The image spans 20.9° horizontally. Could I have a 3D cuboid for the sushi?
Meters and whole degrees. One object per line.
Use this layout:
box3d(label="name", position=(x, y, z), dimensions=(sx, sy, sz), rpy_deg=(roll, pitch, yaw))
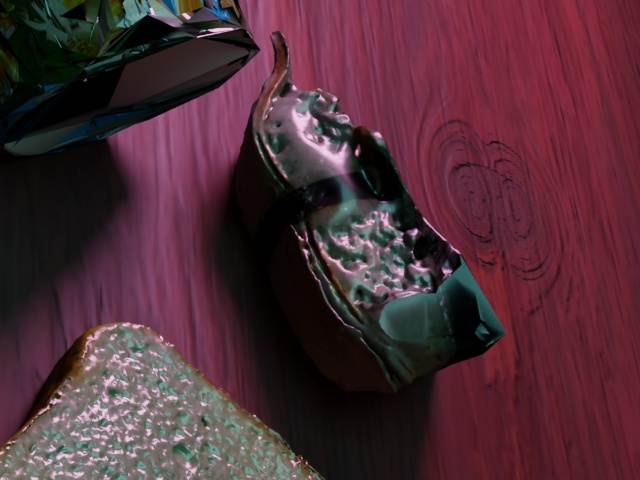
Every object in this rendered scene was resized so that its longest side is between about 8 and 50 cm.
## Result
box3d(label="sushi", position=(-0.001, -0.014, 1.199), dimensions=(0.109, 0.134, 0.273), rpy_deg=(-29, 85, -21))

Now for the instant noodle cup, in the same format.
box3d(label="instant noodle cup", position=(-0.159, -0.168, 1.112), dimensions=(0.240, 0.240, 0.178), rpy_deg=(-17, 79, -47))

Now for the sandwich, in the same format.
box3d(label="sandwich", position=(-0.109, 0.161, 0.988), dimensions=(0.186, 0.065, 0.215), rpy_deg=(43, 39, -4))
